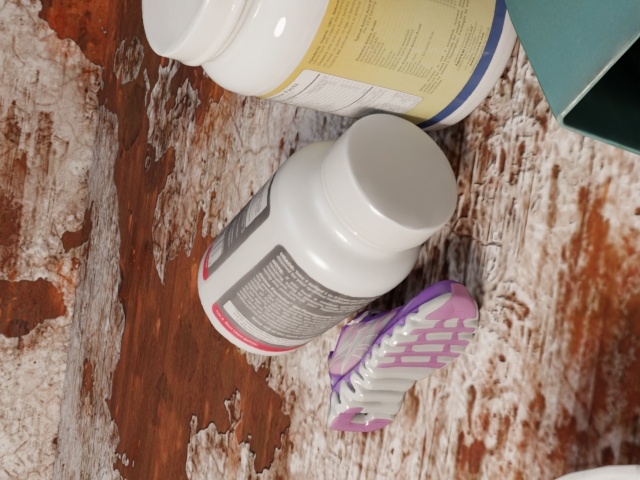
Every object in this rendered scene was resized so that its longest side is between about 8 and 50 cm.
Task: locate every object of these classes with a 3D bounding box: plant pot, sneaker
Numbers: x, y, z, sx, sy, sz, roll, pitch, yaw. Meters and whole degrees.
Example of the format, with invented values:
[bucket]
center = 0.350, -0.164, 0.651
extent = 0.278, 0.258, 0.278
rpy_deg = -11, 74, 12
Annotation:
[plant pot]
center = 0.230, -0.195, 0.506
extent = 0.165, 0.166, 0.234
rpy_deg = -54, 37, 38
[sneaker]
center = 0.071, 0.107, 0.767
extent = 0.236, 0.095, 0.104
rpy_deg = -54, 36, 39

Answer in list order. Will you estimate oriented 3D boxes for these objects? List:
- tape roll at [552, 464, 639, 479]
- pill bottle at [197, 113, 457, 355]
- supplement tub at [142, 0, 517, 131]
[tape roll]
center = 0.219, 0.285, 0.436
extent = 0.286, 0.100, 0.286
rpy_deg = -18, 62, 38
[pill bottle]
center = 0.000, 0.000, 0.798
extent = 0.318, 0.176, 0.176
rpy_deg = -40, 53, 50
[supplement tub]
center = 0.011, -0.240, 0.698
extent = 0.228, 0.316, 0.228
rpy_deg = -14, 73, 55
